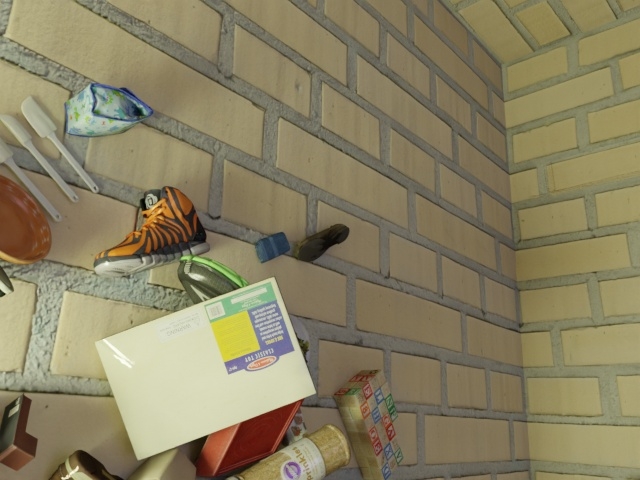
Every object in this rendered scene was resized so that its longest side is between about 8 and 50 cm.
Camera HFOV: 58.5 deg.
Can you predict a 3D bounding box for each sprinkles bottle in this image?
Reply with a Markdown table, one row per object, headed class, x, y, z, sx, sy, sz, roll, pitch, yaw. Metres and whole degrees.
| class | x | y | z | sx | sy | sz | roll | pitch | yaw |
| --- | --- | --- | --- | --- | --- | --- | --- | --- | --- |
| sprinkles bottle | -0.090 | 0.589 | 1.439 | 0.355 | 0.121 | 0.121 | -17 | 93 | -36 |

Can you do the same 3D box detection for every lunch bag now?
| class | x | y | z | sx | sy | sz | roll | pitch | yaw |
| --- | --- | --- | --- | --- | --- | --- | --- | --- | --- |
| lunch bag | -0.475 | -0.285 | 1.287 | 0.151 | 0.128 | 0.096 | 5 | 77 | -48 |

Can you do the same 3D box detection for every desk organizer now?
| class | x | y | z | sx | sy | sz | roll | pitch | yaw |
| --- | --- | --- | --- | --- | --- | --- | --- | --- | --- |
| desk organizer | -0.546 | 0.346 | 1.037 | 0.050 | 0.047 | 0.130 | 51 | 4 | -33 |

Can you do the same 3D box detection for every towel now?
| class | x | y | z | sx | sy | sz | roll | pitch | yaw |
| --- | --- | --- | --- | --- | --- | --- | --- | --- | --- |
| towel | -0.142 | 0.019 | 1.670 | 0.119 | 0.029 | 0.067 | -24 | 99 | -49 |

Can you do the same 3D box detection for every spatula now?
| class | x | y | z | sx | sy | sz | roll | pitch | yaw |
| --- | --- | --- | --- | --- | --- | --- | --- | --- | --- |
| spatula | -0.592 | -0.165 | 1.207 | 0.242 | 0.019 | 0.168 | 58 | 38 | -23 |

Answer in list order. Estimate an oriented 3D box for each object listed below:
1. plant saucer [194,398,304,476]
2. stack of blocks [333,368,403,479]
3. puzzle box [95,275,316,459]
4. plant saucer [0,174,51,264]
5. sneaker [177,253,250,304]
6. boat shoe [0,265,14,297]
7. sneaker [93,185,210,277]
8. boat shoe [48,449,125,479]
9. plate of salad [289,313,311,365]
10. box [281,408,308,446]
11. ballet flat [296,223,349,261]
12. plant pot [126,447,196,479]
| class | x | y | z | sx | sy | sz | roll | pitch | yaw |
| --- | --- | --- | --- | --- | --- | --- | --- | --- | --- |
| plant saucer | -0.158 | 0.460 | 1.390 | 0.258 | 0.047 | 0.259 | 2 | 120 | -49 |
| stack of blocks | 0.168 | 0.586 | 1.830 | 0.171 | 0.087 | 0.297 | -26 | 100 | -50 |
| puzzle box | -0.241 | 0.271 | 1.236 | 0.052 | 0.408 | 0.272 | 154 | -83 | -87 |
| plant saucer | -0.602 | -0.038 | 1.083 | 0.200 | 0.037 | 0.200 | 56 | 13 | -20 |
| sneaker | -0.225 | 0.254 | 1.356 | 0.202 | 0.185 | 0.483 | -38 | 119 | -41 |
| boat shoe | -0.688 | -0.005 | 0.980 | 0.113 | 0.127 | 0.340 | -43 | 124 | -15 |
| sneaker | -0.404 | -0.025 | 1.324 | 0.321 | 0.124 | 0.180 | -17 | 89 | -61 |
| boat shoe | -0.438 | 0.530 | 1.152 | 0.095 | 0.095 | 0.257 | -40 | 112 | -8 |
| plate of salad | -0.088 | 0.309 | 1.639 | 0.200 | 0.048 | 0.200 | 18 | 66 | -46 |
| box | -0.110 | 0.406 | 1.552 | 0.063 | 0.067 | 0.324 | -20 | 99 | -29 |
| ballet flat | 0.000 | 0.000 | 1.828 | 0.250 | 0.058 | 0.084 | -28 | 137 | -44 |
| plant pot | -0.338 | 0.519 | 1.251 | 0.109 | 0.109 | 0.096 | 58 | 32 | -22 |
